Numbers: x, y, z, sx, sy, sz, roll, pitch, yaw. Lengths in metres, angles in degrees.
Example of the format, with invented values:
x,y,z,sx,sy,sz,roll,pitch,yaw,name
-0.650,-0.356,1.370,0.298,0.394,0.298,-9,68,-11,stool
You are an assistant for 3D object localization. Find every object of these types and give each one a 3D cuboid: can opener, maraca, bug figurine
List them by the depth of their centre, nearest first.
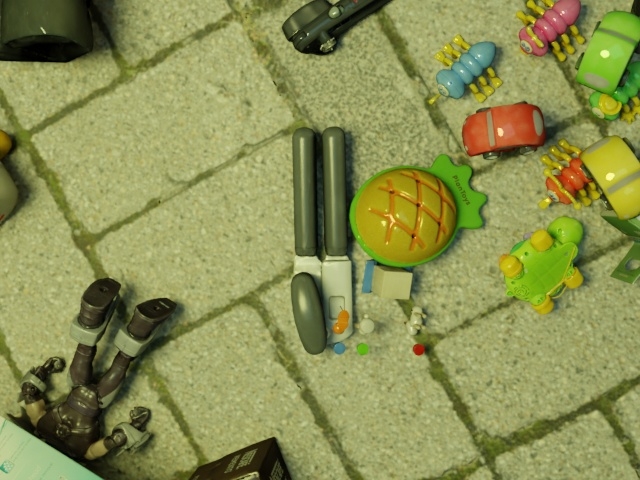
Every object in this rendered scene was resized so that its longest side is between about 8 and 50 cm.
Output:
x,y,z,sx,sy,sz,roll,pitch,yaw,name
0.283,-0.182,1.079,0.279,0.072,0.216,44,94,3,bug figurine
0.123,-0.038,1.087,0.186,0.099,0.127,-24,86,-20,maraca
0.000,0.000,1.093,0.076,0.095,0.283,-1,98,4,can opener
0.040,-0.297,1.101,0.186,0.059,0.073,-30,89,5,can opener

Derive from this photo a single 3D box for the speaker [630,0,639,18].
x,y,z,sx,sy,sz,roll,pitch,yaw,name
0.454,-0.274,1.071,0.136,0.055,0.055,7,92,5,speaker

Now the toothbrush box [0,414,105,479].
x,y,z,sx,sy,sz,roll,pitch,yaw,name
-0.322,0.324,1.015,0.296,0.216,0.126,30,63,7,toothbrush box

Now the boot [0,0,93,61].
x,y,z,sx,sy,sz,roll,pitch,yaw,name
-0.307,-0.439,0.976,0.146,0.367,0.444,7,90,-12,boot

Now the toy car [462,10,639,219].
x,y,z,sx,sy,sz,roll,pitch,yaw,name
0.304,-0.164,1.000,0.239,0.053,0.224,26,94,17,toy car

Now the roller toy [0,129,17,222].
x,y,z,sx,sy,sz,roll,pitch,yaw,name
-0.493,-0.067,1.083,0.209,0.191,0.146,-34,88,5,roller toy

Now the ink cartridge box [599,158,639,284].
x,y,z,sx,sy,sz,roll,pitch,yaw,name
0.404,-0.052,1.053,0.062,0.109,0.209,36,94,0,ink cartridge box

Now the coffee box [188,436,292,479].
x,y,z,sx,sy,sz,roll,pitch,yaw,name
-0.064,0.417,1.076,0.119,0.168,0.297,-22,90,5,coffee box

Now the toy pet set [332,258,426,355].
x,y,z,sx,sy,sz,roll,pitch,yaw,name
0.071,0.083,1.107,0.122,0.065,0.114,5,99,-19,toy pet set

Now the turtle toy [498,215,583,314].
x,y,z,sx,sy,sz,roll,pitch,yaw,name
0.279,0.023,1.087,0.130,0.066,0.095,-42,111,2,turtle toy

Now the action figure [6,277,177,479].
x,y,z,sx,sy,sz,roll,pitch,yaw,name
-0.294,0.192,1.126,0.185,0.099,0.285,27,108,-3,action figure
